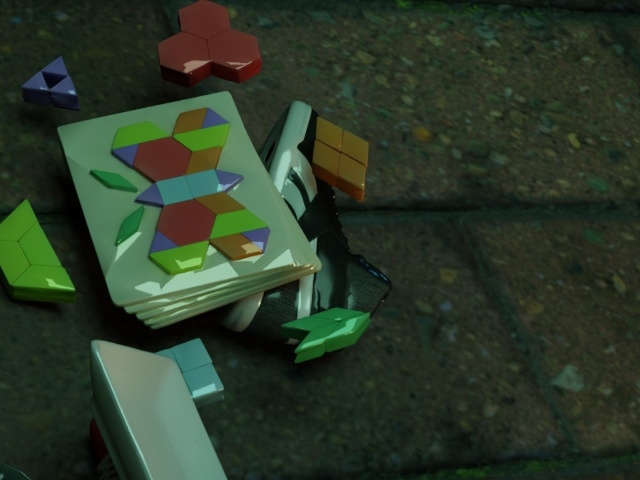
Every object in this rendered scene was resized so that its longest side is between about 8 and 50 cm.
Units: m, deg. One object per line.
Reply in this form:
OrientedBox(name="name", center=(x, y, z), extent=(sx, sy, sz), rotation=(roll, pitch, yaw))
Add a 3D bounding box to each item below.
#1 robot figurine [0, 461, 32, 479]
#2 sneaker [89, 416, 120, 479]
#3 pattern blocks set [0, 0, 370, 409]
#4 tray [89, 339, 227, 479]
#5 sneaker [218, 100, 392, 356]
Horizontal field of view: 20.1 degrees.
OrientedBox(name="robot figurine", center=(-0.186, 0.262, 0.965), extent=(0.211, 0.085, 0.291), rotation=(-27, 63, -11))
OrientedBox(name="sneaker", center=(-0.133, 0.163, 1.150), extent=(0.067, 0.042, 0.118), rotation=(-12, 60, -42))
OrientedBox(name="pattern blocks set", center=(-0.098, -0.030, 1.294), extent=(0.285, 0.026, 0.325), rotation=(-27, 60, -22))
OrientedBox(name="tray", center=(-0.071, 0.191, 1.092), extent=(0.270, 0.030, 0.145), rotation=(65, 9, 14))
OrientedBox(name="sneaker", center=(0.000, 0.000, 1.367), extent=(0.121, 0.079, 0.217), rotation=(24, 50, -14))
